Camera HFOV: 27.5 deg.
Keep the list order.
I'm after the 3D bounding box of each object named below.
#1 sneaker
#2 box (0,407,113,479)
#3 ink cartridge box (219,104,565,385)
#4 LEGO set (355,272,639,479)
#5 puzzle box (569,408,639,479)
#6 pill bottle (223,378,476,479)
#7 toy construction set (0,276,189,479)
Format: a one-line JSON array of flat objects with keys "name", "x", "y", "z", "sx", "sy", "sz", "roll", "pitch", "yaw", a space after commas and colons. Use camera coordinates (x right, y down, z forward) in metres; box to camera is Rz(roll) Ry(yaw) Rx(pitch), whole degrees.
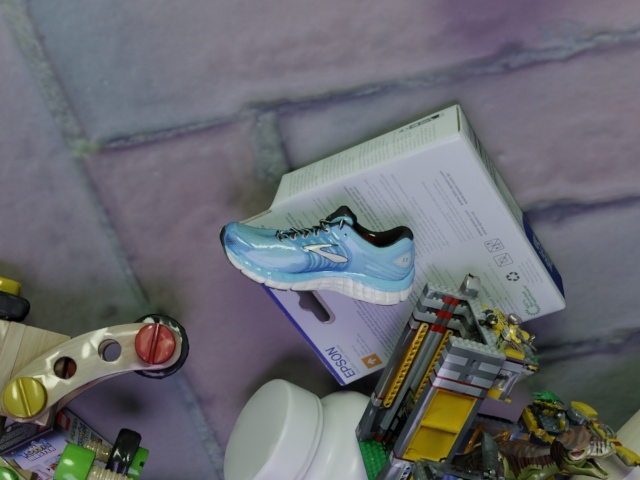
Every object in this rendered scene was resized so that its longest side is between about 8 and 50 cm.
[{"name": "sneaker", "x": 0.000, "y": 0.000, "z": 1.047, "sx": 0.162, "sy": 0.063, "sz": 0.073, "roll": 8, "pitch": 114, "yaw": -10}, {"name": "box", "x": -0.310, "y": 0.246, "z": 1.339, "sx": 0.207, "sy": 0.036, "sz": 0.114, "roll": -26, "pitch": 126, "yaw": 23}, {"name": "ink cartridge box", "x": 0.064, "y": 0.012, "z": 1.115, "sx": 0.224, "sy": 0.045, "sz": 0.223, "roll": -21, "pitch": 128, "yaw": 19}, {"name": "LEGO set", "x": 0.171, "y": 0.169, "z": 1.036, "sx": 0.255, "sy": 0.331, "sz": 0.192, "roll": 19, "pitch": 115, "yaw": -10}, {"name": "puzzle box", "x": 0.359, "y": 0.261, "z": 1.227, "sx": 0.272, "sy": 0.052, "sz": 0.409, "roll": 39, "pitch": 99, "yaw": -29}, {"name": "pill bottle", "x": 0.051, "y": 0.235, "z": 1.245, "sx": 0.272, "sy": 0.152, "sz": 0.152, "roll": 29, "pitch": 126, "yaw": -22}, {"name": "toy construction set", "x": -0.265, "y": 0.163, "z": 1.101, "sx": 0.237, "sy": 0.309, "sz": 0.257, "roll": 21, "pitch": 104, "yaw": -4}]
